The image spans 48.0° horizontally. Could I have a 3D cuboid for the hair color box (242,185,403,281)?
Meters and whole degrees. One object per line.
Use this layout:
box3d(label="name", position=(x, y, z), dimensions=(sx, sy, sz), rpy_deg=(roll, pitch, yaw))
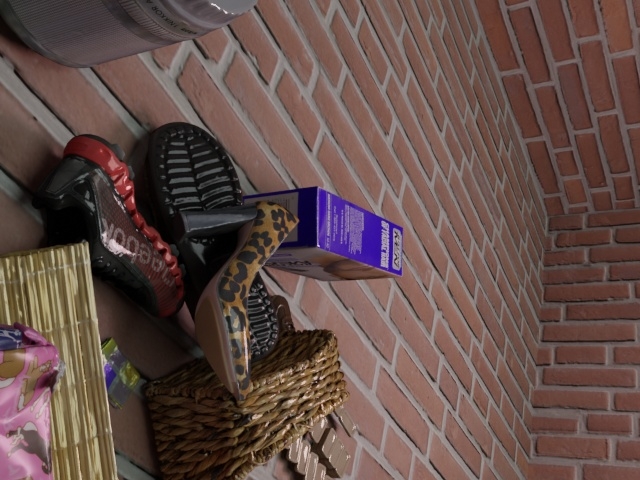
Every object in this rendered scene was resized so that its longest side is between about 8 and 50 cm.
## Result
box3d(label="hair color box", position=(0.000, 0.000, 1.290), dimensions=(0.339, 0.185, 0.110), rpy_deg=(17, 71, -59))

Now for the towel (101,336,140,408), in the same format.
box3d(label="towel", position=(-0.272, 0.175, 0.951), dimensions=(0.083, 0.009, 0.060), rpy_deg=(66, 35, -31))

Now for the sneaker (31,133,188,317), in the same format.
box3d(label="sneaker", position=(-0.265, 0.011, 0.904), dimensions=(0.135, 0.098, 0.276), rpy_deg=(-56, 137, -40))

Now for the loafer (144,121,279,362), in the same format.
box3d(label="loafer", position=(-0.182, 0.009, 1.046), dimensions=(0.134, 0.130, 0.365), rpy_deg=(-12, 83, -38))

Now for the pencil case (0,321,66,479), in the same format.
box3d(label="pencil case", position=(-0.330, 0.272, 0.677), dimensions=(0.160, 0.167, 0.385), rpy_deg=(12, 76, -77))

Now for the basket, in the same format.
box3d(label="basket", position=(-0.079, 0.275, 1.073), dimensions=(0.299, 0.214, 0.222), rpy_deg=(-18, 100, -60))

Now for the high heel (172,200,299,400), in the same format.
box3d(label="high heel", position=(-0.078, 0.070, 0.960), dimensions=(0.186, 0.093, 0.261), rpy_deg=(-7, 75, -35))

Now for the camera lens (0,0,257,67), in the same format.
box3d(label="camera lens", position=(-0.229, -0.330, 0.834), dimensions=(0.219, 0.274, 0.219), rpy_deg=(17, 71, -60))

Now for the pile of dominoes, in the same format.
box3d(label="pile of dominoes", position=(-0.023, 0.358, 1.369), dimensions=(0.251, 0.040, 0.196), rpy_deg=(60, 37, -23))

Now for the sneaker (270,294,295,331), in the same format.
box3d(label="sneaker", position=(-0.056, 0.190, 1.274), dimensions=(0.066, 0.071, 0.188), rpy_deg=(12, 76, -60))

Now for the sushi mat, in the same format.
box3d(label="sushi mat", position=(-0.314, 0.166, 0.791), dimensions=(0.152, 0.019, 0.316), rpy_deg=(-7, 92, -27))
